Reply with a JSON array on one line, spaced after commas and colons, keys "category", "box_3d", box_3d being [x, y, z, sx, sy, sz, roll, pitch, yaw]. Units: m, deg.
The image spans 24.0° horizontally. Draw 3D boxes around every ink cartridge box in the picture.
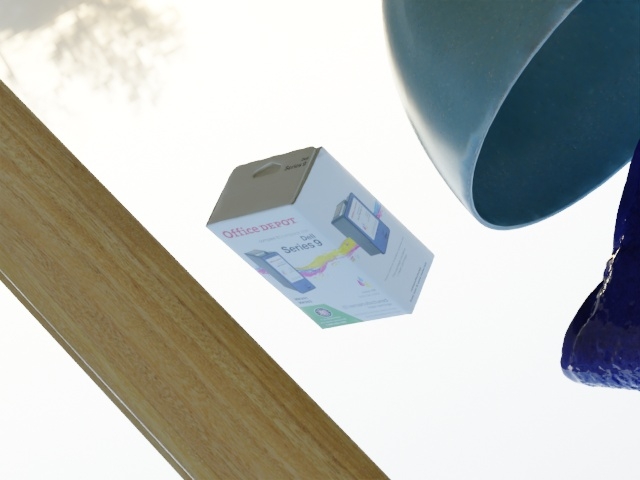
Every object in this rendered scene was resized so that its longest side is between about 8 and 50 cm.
[{"category": "ink cartridge box", "box_3d": [0.000, 0.000, 1.707, 0.154, 0.212, 0.093, -12, -137, 45]}]

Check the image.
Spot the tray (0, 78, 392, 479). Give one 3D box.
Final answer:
[{"category": "tray", "box_3d": [-0.055, 0.089, 0.800, 0.076, 0.411, 0.203, -43, 163, -7]}]

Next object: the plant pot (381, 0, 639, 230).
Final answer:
[{"category": "plant pot", "box_3d": [0.159, -0.179, 1.149, 0.290, 0.290, 0.195, -34, -118, -17]}]

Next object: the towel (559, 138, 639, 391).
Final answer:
[{"category": "towel", "box_3d": [0.321, 0.009, 1.015, 0.308, 0.076, 0.227, -3, -122, 53]}]
